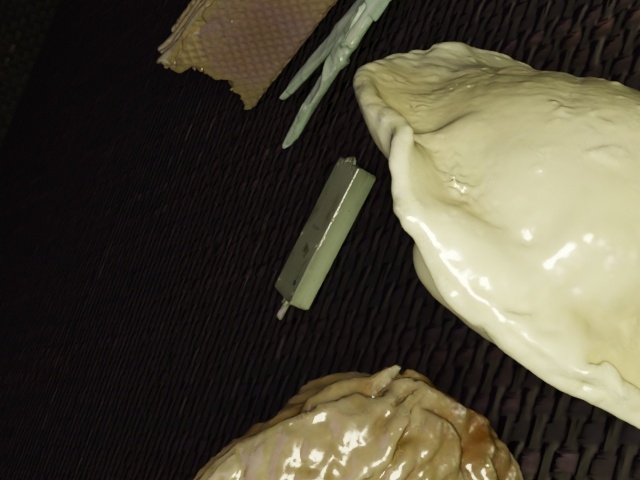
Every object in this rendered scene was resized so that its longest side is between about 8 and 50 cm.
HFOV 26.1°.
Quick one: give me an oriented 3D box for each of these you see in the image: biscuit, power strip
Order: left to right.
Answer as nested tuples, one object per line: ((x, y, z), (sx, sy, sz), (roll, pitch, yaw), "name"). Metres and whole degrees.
((-0.053, -0.227, 1.289), (0.239, 0.108, 0.062), (-47, 26, 40), "biscuit")
((0.000, 0.000, 1.044), (0.136, 0.019, 0.051), (-64, 23, 5), "power strip")

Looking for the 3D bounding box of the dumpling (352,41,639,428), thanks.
((0.092, -0.029, 0.636), (0.131, 0.179, 0.252), (-55, 25, 37), "dumpling")

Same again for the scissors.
((0.065, -0.231, 1.128), (0.383, 0.029, 0.256), (-52, 24, 34), "scissors")

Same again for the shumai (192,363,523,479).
((0.000, 0.148, 0.713), (0.206, 0.166, 0.175), (-39, 14, 1), "shumai")
